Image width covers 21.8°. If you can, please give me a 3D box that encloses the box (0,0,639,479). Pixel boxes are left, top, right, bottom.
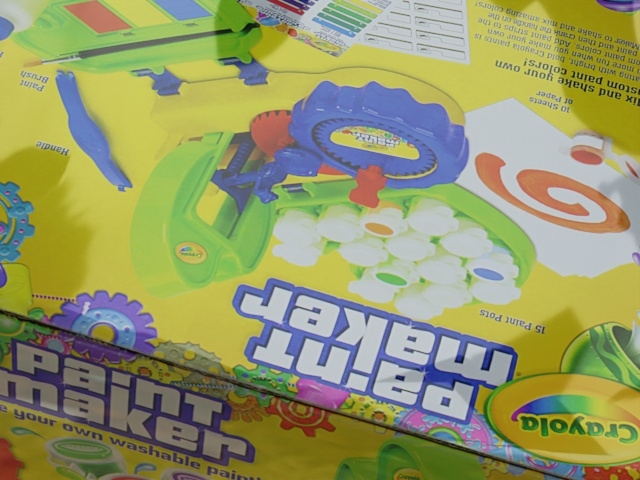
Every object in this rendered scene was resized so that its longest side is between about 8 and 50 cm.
[{"bbox_3d":[0.000,0.000,0.666,0.290,0.279,0.177,16,-40,6],"label":"box"}]
